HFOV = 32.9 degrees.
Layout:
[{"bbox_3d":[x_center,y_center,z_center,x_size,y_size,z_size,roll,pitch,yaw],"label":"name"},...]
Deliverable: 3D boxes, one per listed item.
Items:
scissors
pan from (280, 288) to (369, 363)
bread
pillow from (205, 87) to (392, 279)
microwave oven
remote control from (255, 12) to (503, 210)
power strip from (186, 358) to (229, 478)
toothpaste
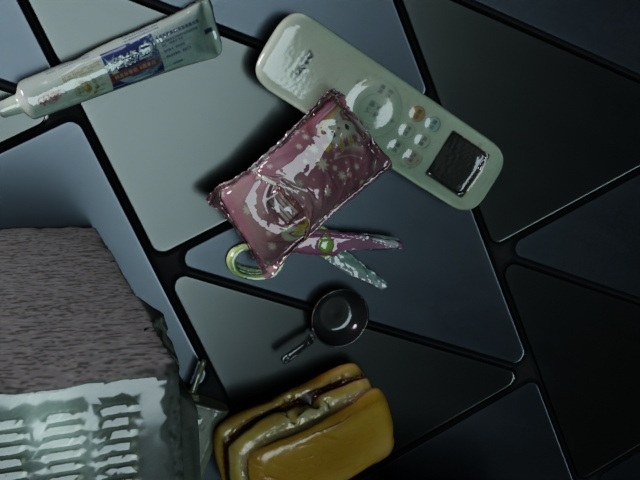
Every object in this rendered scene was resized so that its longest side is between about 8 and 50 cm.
[{"bbox_3d":[0.000,0.000,1.182,0.187,0.020,0.133,19,99,-20],"label":"scissors"},{"bbox_3d":[0.000,0.098,1.205,0.115,0.023,0.068,-34,113,-11],"label":"pan"},{"bbox_3d":[-0.015,0.223,1.196,0.200,0.077,0.116,-22,125,-21],"label":"bread"},{"bbox_3d":[-0.022,-0.060,1.126,0.185,0.043,0.118,-41,113,-2],"label":"pillow"},{"bbox_3d":[-0.293,0.157,0.894,0.375,0.432,0.236,-5,106,-19],"label":"microwave oven"},{"bbox_3d":[0.067,-0.133,1.162,0.310,0.038,0.090,31,92,-24],"label":"remote control"},{"bbox_3d":[-0.174,0.251,1.178,0.092,0.034,0.268,19,97,-22],"label":"power strip"},{"bbox_3d":[-0.205,-0.169,1.058,0.233,0.038,0.060,-25,114,-15],"label":"toothpaste"}]
